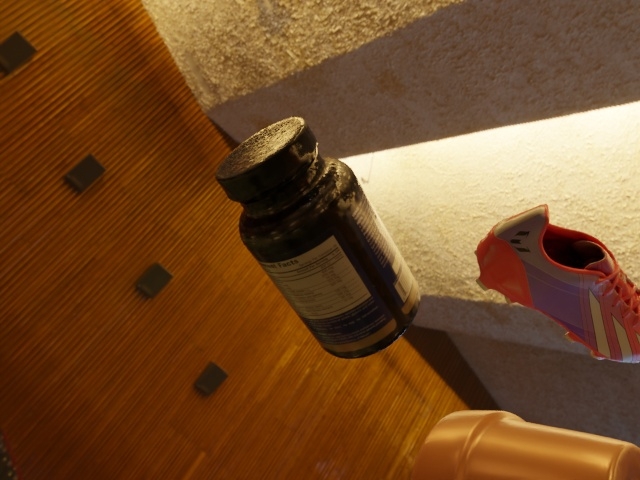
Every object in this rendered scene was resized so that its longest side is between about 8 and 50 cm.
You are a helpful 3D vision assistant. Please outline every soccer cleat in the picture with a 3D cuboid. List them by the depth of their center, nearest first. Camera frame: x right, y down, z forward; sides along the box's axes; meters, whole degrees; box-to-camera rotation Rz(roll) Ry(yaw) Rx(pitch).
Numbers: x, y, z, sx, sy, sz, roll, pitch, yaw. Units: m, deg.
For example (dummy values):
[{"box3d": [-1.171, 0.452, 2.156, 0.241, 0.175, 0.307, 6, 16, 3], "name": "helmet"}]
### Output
[{"box3d": [0.260, 0.047, 0.496, 0.248, 0.083, 0.095, 26, -42, -16], "name": "soccer cleat"}]

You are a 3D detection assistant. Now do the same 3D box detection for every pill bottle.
[{"box3d": [0.000, 0.000, 0.501, 0.122, 0.123, 0.219, 4, -46, 50], "name": "pill bottle"}]

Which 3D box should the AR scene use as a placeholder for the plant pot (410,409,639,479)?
[{"box3d": [0.266, 0.337, 0.587, 0.203, 0.291, 0.291, -23, -61, 42], "name": "plant pot"}]
